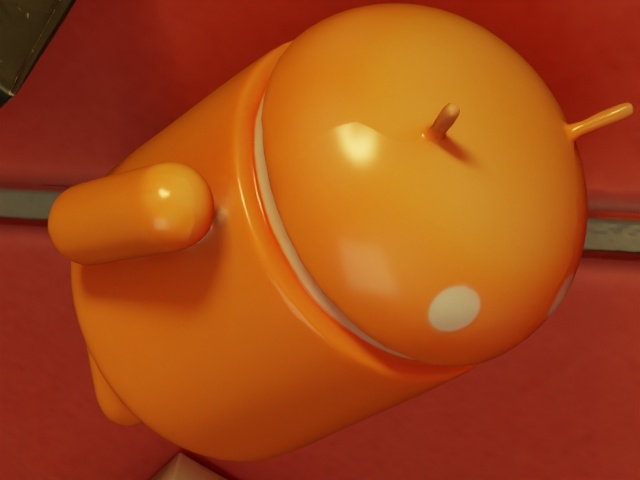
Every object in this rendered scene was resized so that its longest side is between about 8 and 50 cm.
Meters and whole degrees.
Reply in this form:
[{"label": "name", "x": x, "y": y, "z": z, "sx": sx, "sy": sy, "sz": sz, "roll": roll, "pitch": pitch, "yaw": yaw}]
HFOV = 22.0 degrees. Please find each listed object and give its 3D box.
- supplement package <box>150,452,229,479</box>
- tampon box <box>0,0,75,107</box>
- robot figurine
[{"label": "supplement package", "x": -0.032, "y": 0.283, "z": 0.834, "sx": 0.263, "sy": 0.199, "sz": 0.198, "roll": 32, "pitch": 139, "yaw": -11}, {"label": "tampon box", "x": -0.171, "y": -0.083, "z": 0.570, "sx": 0.120, "sy": 0.101, "sz": 0.161, "roll": 39, "pitch": 136, "yaw": -20}, {"label": "robot figurine", "x": -0.001, "y": 0.000, "z": 0.564, "sx": 0.158, "sy": 0.128, "sz": 0.219, "roll": 40, "pitch": 137, "yaw": -20}]
